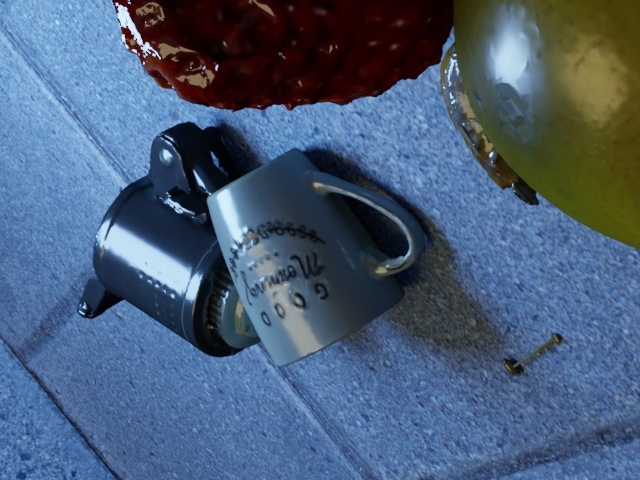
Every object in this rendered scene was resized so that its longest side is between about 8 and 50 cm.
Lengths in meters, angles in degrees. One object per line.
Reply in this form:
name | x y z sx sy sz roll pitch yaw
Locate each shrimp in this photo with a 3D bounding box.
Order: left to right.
shrimp | 0.188 -0.122 1.479 0.132 0.052 0.187 -9 113 58

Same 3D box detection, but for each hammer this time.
hammer | 0.254 0.135 1.725 0.029 0.014 0.123 41 148 -1

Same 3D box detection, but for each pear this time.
pear | 0.235 -0.133 1.198 0.386 0.191 0.340 55 161 16

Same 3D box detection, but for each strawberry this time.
strawberry | -0.049 -0.243 1.370 0.295 0.345 0.317 -12 114 57

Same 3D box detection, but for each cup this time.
cup | 0.000 0.000 1.793 0.258 0.186 0.234 -26 95 30

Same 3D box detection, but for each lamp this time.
lamp | -0.167 0.040 1.998 0.272 0.205 0.374 45 140 18
